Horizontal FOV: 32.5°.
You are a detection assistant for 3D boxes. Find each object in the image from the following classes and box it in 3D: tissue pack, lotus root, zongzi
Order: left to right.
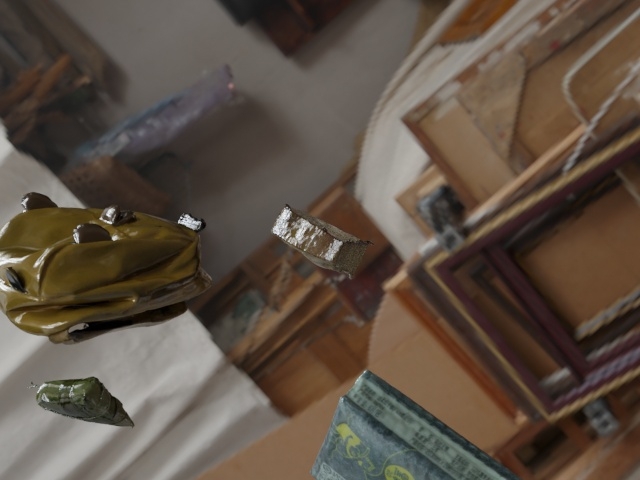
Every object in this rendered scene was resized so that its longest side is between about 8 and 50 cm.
[{"bbox_3d":[-0.389,0.268,1.751,0.130,0.154,0.062,53,-141,-45],"label":"zongzi"},{"bbox_3d":[0.000,0.000,1.923,0.170,0.074,0.260,30,-176,18],"label":"lotus root"},{"bbox_3d":[0.118,0.296,1.316,0.257,0.081,0.185,35,141,15],"label":"tissue pack"}]

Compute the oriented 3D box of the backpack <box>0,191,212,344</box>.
[{"bbox_3d":[-0.380,0.041,1.886,0.353,0.378,0.201,22,117,50],"label":"backpack"}]
